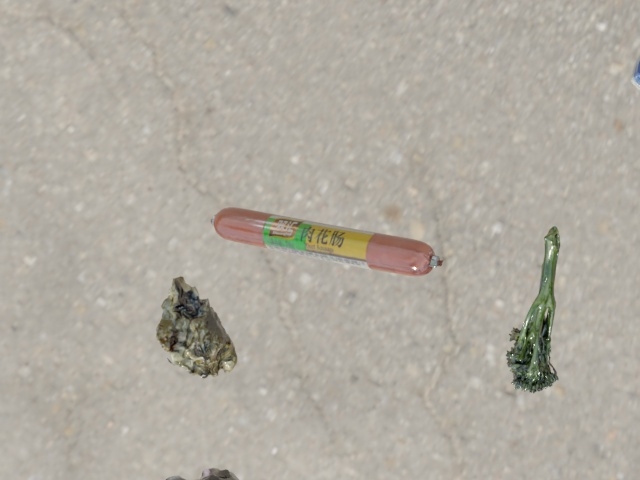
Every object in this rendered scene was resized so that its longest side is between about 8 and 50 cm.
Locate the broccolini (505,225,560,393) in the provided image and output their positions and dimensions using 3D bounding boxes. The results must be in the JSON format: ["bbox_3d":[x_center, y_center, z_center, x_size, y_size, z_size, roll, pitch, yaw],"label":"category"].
[{"bbox_3d":[0.235,0.074,1.609,0.058,0.074,0.201,-9,117,-12],"label":"broccolini"}]

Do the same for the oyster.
[{"bbox_3d":[-0.140,0.112,1.714,0.051,0.103,0.148,-5,152,22],"label":"oyster"}]

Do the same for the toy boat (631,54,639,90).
[{"bbox_3d":[0.406,-0.162,1.405,0.088,0.295,0.129,-39,64,50],"label":"toy boat"}]

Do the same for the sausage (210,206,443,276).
[{"bbox_3d":[0.000,0.000,1.132,0.223,0.029,0.029,11,123,34],"label":"sausage"}]

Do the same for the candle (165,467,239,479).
[{"bbox_3d":[-0.029,0.292,0.828,0.330,0.187,0.187,45,126,17],"label":"candle"}]
